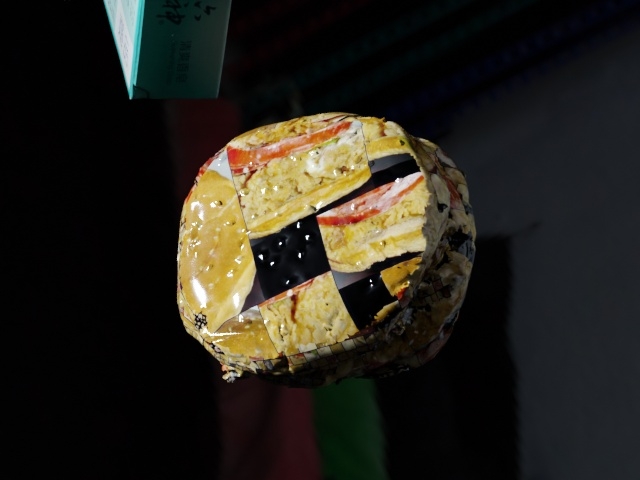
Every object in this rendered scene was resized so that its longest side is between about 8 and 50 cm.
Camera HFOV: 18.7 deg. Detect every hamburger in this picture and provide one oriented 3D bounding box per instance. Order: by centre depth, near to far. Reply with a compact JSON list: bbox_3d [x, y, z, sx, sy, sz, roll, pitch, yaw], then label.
[{"bbox_3d":[0.000,0.000,1.393,0.107,0.231,0.231,45,-153,-58],"label":"hamburger"}]

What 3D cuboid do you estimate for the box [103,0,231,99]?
[{"bbox_3d":[-0.159,-0.269,1.935,0.245,0.092,0.153,-109,22,-46],"label":"box"}]
